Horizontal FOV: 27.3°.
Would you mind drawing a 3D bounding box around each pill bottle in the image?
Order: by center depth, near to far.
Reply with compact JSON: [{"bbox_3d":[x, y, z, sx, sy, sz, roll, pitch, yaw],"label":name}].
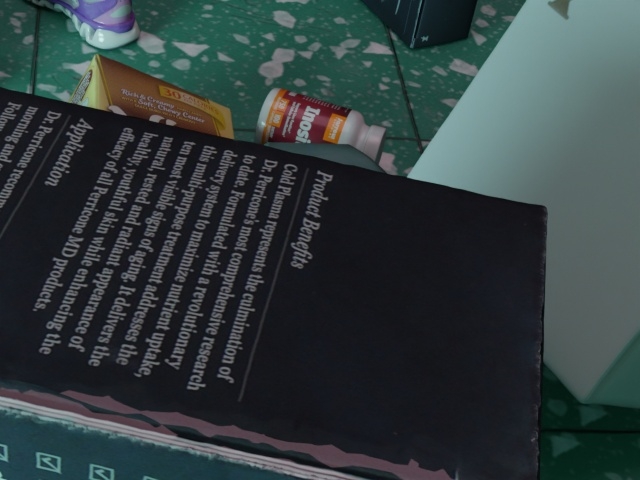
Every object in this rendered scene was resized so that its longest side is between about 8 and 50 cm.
[{"bbox_3d":[0.001,-0.130,1.637,0.152,0.086,0.086,17,40,7],"label":"pill bottle"}]

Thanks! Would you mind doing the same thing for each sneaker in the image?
[{"bbox_3d":[-0.336,-0.361,1.817,0.236,0.104,0.095,35,47,27],"label":"sneaker"}]

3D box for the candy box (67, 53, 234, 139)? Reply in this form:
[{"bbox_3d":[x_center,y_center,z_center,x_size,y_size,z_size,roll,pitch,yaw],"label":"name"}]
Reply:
[{"bbox_3d":[-0.185,-0.059,1.465,0.183,0.087,0.316,21,35,-26],"label":"candy box"}]

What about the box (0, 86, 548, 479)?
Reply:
[{"bbox_3d":[-0.129,0.187,0.925,0.472,0.479,0.297,14,39,2],"label":"box"}]

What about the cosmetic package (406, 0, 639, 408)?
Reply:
[{"bbox_3d":[0.367,-0.047,1.337,0.394,0.327,0.329,12,30,-44],"label":"cosmetic package"}]

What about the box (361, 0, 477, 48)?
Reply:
[{"bbox_3d":[0.136,-0.403,1.941,0.108,0.153,0.207,-15,47,-29],"label":"box"}]

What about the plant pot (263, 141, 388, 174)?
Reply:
[{"bbox_3d":[0.000,0.000,1.434,0.166,0.165,0.234,0,35,-13],"label":"plant pot"}]
